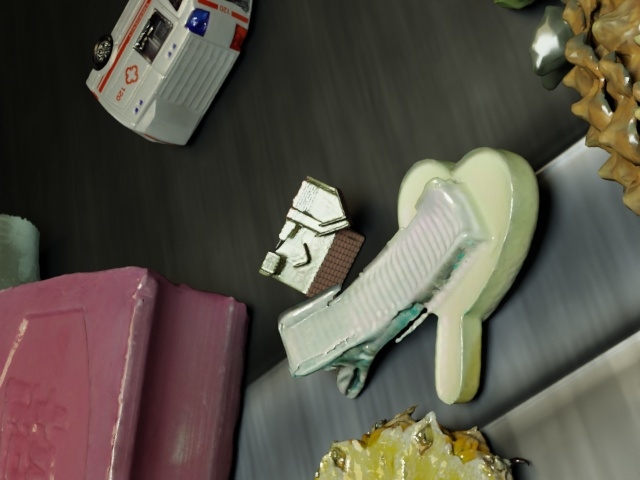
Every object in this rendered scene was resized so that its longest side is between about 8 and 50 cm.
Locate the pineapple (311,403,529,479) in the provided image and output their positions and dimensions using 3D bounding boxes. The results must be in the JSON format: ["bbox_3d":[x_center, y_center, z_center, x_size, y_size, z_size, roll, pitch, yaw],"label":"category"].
[{"bbox_3d":[0.054,0.213,0.729,0.221,0.047,0.221,-17,65,40],"label":"pineapple"}]

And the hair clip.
[{"bbox_3d":[0.068,0.030,0.766,0.218,0.071,0.159,-47,50,30],"label":"hair clip"}]

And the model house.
[{"bbox_3d":[0.000,0.000,0.855,0.058,0.057,0.083,28,95,8],"label":"model house"}]

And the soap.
[{"bbox_3d":[-0.189,0.215,0.915,0.233,0.128,0.360,-11,67,43],"label":"soap"}]

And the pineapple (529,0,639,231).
[{"bbox_3d":[0.202,-0.122,0.605,0.223,0.223,0.357,-54,37,16],"label":"pineapple"}]

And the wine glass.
[{"bbox_3d":[-0.314,0.089,1.108,0.103,0.103,0.222,-22,61,39],"label":"wine glass"}]

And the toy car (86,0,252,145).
[{"bbox_3d":[-0.118,-0.190,1.020,0.210,0.089,0.108,-57,45,16],"label":"toy car"}]

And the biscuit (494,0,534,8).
[{"bbox_3d":[0.165,-0.317,0.775,0.099,0.038,0.323,-170,91,-84],"label":"biscuit"}]
